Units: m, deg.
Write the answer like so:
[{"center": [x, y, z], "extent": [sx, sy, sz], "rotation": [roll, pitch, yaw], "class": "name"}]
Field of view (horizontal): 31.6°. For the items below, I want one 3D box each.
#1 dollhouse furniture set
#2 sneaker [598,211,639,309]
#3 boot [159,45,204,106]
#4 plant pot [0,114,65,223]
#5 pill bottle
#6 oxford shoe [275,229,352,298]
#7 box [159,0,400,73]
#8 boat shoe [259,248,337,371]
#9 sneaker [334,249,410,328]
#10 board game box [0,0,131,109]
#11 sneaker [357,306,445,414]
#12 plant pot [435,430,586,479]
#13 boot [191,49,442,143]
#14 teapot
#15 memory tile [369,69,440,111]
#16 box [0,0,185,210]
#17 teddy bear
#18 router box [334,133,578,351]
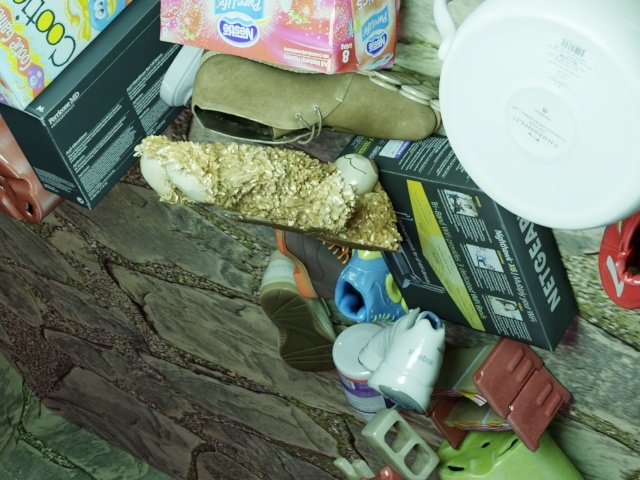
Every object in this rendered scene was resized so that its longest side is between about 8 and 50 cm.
[{"center": [0.174, 0.314, 1.684], "extent": [0.152, 0.374, 0.201], "rotation": [50, 153, -15], "class": "dollhouse furniture set"}, {"center": [0.354, 0.009, 1.241], "extent": [0.107, 0.118, 0.279], "rotation": [31, 153, 15], "class": "sneaker"}, {"center": [-0.121, -0.222, 1.481], "extent": [0.123, 0.095, 0.258], "rotation": [39, 149, -4], "class": "boot"}, {"center": [-0.421, -0.185, 1.730], "extent": [0.272, 0.265, 0.272], "rotation": [29, 153, 16], "class": "plant pot"}, {"center": [0.089, 0.237, 1.961], "extent": [0.108, 0.108, 0.193], "rotation": [23, 151, 28], "class": "pill bottle"}, {"center": [0.000, 0.000, 1.728], "extent": [0.098, 0.097, 0.271], "rotation": [7, 151, 19], "class": "oxford shoe"}, {"center": [-0.047, -0.267, 1.239], "extent": [0.257, 0.122, 0.128], "rotation": [18, 113, 35], "class": "box"}, {"center": [-0.032, 0.128, 1.954], "extent": [0.109, 0.098, 0.302], "rotation": [-8, 143, 13], "class": "boat shoe"}, {"center": [0.070, 0.088, 1.719], "extent": [0.091, 0.126, 0.240], "rotation": [22, 150, 29], "class": "sneaker"}, {"center": [-0.357, -0.319, 1.419], "extent": [0.144, 0.275, 0.142], "rotation": [21, 149, 31], "class": "board game box"}, {"center": [0.132, 0.159, 1.618], "extent": [0.111, 0.129, 0.297], "rotation": [28, -178, -6], "class": "sneaker"}, {"center": [0.322, 0.417, 1.834], "extent": [0.276, 0.276, 0.254], "rotation": [-9, 117, 56], "class": "plant pot"}, {"center": [-0.007, -0.152, 1.366], "extent": [0.305, 0.115, 0.112], "rotation": [11, 142, 2], "class": "boot"}, {"center": [0.244, -0.147, 1.053], "extent": [0.252, 0.187, 0.256], "rotation": [-10, 112, 46], "class": "teapot"}, {"center": [0.117, -0.165, 1.263], "extent": [0.113, 0.012, 0.148], "rotation": [25, -165, 11], "class": "memory tile"}, {"center": [-0.296, -0.203, 1.547], "extent": [0.103, 0.261, 0.184], "rotation": [24, 150, 27], "class": "box"}, {"center": [-0.052, -0.071, 1.335], "extent": [0.338, 0.113, 0.245], "rotation": [12, 177, -13], "class": "teddy bear"}, {"center": [0.182, -0.004, 1.480], "extent": [0.243, 0.081, 0.309], "rotation": [16, 147, 39], "class": "router box"}]
